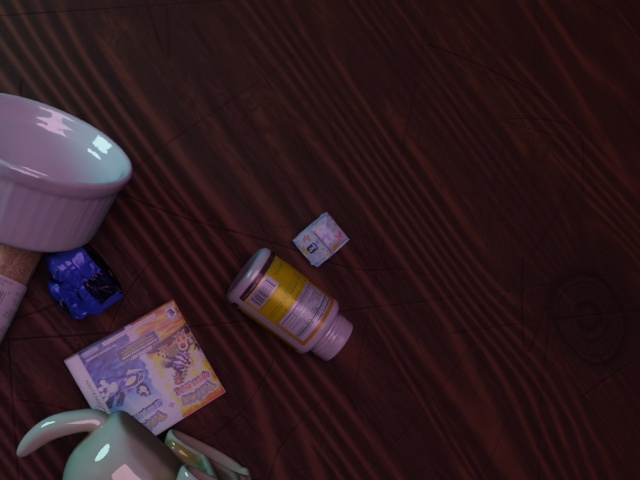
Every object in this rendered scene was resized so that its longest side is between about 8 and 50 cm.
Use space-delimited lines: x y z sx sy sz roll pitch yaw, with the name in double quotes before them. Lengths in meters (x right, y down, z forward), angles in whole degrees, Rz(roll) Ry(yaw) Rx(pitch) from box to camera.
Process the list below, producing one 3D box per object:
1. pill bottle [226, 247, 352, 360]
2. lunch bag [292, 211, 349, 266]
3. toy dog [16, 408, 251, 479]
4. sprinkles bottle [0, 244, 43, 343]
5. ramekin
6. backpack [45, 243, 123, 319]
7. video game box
"pill bottle" -0.051 0.118 1.291 0.215 0.117 0.117 38 73 -10
"lunch bag" 0.000 0.000 1.360 0.083 0.053 0.071 -39 94 -10
"toy dog" -0.310 0.486 1.063 0.395 0.284 0.408 35 82 -24
"sprinkles bottle" -0.544 0.132 1.126 0.121 0.121 0.355 25 75 -13
"ramekin" -0.442 -0.101 1.115 0.277 0.277 0.135 23 111 -14
"backpack" -0.391 0.059 1.183 0.101 0.098 0.120 -39 115 -21
"video game box" -0.294 0.230 1.234 0.205 0.048 0.187 -30 95 -19
